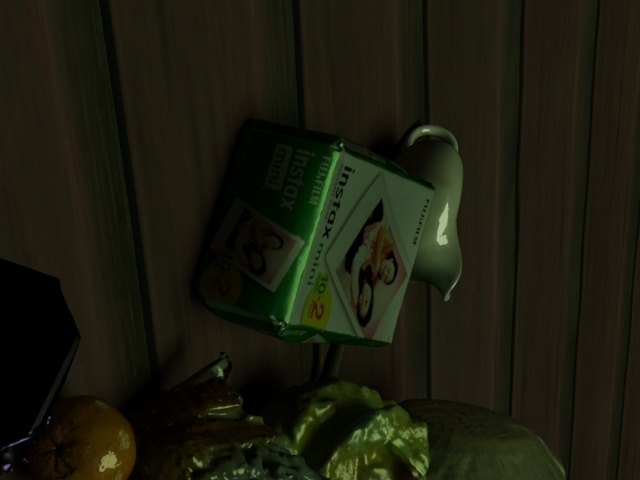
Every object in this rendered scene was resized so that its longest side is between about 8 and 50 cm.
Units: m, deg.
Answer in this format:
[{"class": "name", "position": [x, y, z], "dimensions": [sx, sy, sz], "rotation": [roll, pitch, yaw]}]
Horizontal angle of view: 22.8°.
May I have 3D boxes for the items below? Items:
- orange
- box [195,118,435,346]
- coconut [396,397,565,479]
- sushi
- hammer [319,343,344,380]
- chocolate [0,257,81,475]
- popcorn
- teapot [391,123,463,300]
[{"class": "orange", "position": [-0.178, 0.157, 1.183], "dimensions": [0.070, 0.083, 0.083], "rotation": [45, 65, -75]}, {"class": "box", "position": [0.000, 0.000, 1.422], "dimensions": [0.250, 0.103, 0.180], "rotation": [15, 91, -65]}, {"class": "coconut", "position": [0.126, 0.338, 1.690], "dimensions": [0.329, 0.329, 0.329], "rotation": [-42, 141, -48]}, {"class": "sushi", "position": [-0.094, 0.240, 1.293], "dimensions": [0.184, 0.139, 0.274], "rotation": [4, 101, -38]}, {"class": "hammer", "position": [0.015, 0.102, 1.591], "dimensions": [0.013, 0.062, 0.199], "rotation": [0, 115, -38]}, {"class": "chocolate", "position": [-0.231, 0.101, 1.012], "dimensions": [0.156, 0.156, 0.133], "rotation": [-58, 170, -28]}, {"class": "popcorn", "position": [0.003, 0.238, 1.474], "dimensions": [0.204, 0.183, 0.221], "rotation": [19, 72, -23]}, {"class": "teapot", "position": [0.098, -0.038, 1.596], "dimensions": [0.145, 0.092, 0.226], "rotation": [115, -12, -50]}]
